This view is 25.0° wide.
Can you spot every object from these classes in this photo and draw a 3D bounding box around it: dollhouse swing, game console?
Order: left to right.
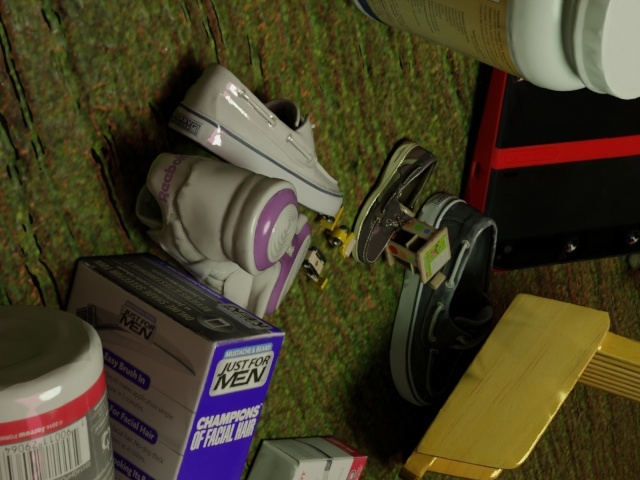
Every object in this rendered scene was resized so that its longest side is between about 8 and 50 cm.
[{"bbox_3d":[0.311,0.242,1.811,0.315,0.305,0.347,-56,173,-10],"label":"dollhouse swing"},{"bbox_3d":[0.368,-0.123,1.814,0.387,0.060,0.342,-7,124,-22],"label":"game console"}]

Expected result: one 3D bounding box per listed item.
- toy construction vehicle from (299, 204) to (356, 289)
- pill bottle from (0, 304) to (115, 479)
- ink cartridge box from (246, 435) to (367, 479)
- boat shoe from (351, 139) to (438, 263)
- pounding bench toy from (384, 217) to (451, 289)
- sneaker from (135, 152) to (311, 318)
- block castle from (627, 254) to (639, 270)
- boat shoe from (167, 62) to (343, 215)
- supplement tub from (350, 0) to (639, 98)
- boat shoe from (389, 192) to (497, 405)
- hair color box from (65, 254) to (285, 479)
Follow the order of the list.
[{"bbox_3d":[0.000,0.000,1.582,0.086,0.035,0.098,-64,151,-18],"label":"toy construction vehicle"},{"bbox_3d":[-0.259,0.230,1.220,0.176,0.176,0.318,-24,121,-43],"label":"pill bottle"},{"bbox_3d":[-0.024,0.295,1.722,0.150,0.063,0.109,9,106,-55],"label":"ink cartridge box"},{"bbox_3d":[0.084,-0.039,1.645,0.056,0.049,0.152,13,102,-56],"label":"boat shoe"},{"bbox_3d":[0.112,0.016,1.707,0.052,0.065,0.083,-43,142,-27],"label":"pounding bench toy"},{"bbox_3d":[-0.092,-0.012,1.387,0.305,0.152,0.114,87,27,-71],"label":"sneaker"},{"bbox_3d":[0.656,-0.115,2.217,0.303,0.213,0.453,-19,129,-51],"label":"block castle"},{"bbox_3d":[-0.042,-0.095,1.399,0.084,0.095,0.258,-60,149,0],"label":"boat shoe"},{"bbox_3d":[0.193,-0.277,1.382,0.228,0.316,0.228,-32,136,-37],"label":"supplement tub"},{"bbox_3d":[0.164,0.090,1.795,0.108,0.102,0.301,-22,129,-44],"label":"boat shoe"},{"bbox_3d":[-0.173,0.203,1.352,0.110,0.185,0.338,-6,118,-51],"label":"hair color box"}]
